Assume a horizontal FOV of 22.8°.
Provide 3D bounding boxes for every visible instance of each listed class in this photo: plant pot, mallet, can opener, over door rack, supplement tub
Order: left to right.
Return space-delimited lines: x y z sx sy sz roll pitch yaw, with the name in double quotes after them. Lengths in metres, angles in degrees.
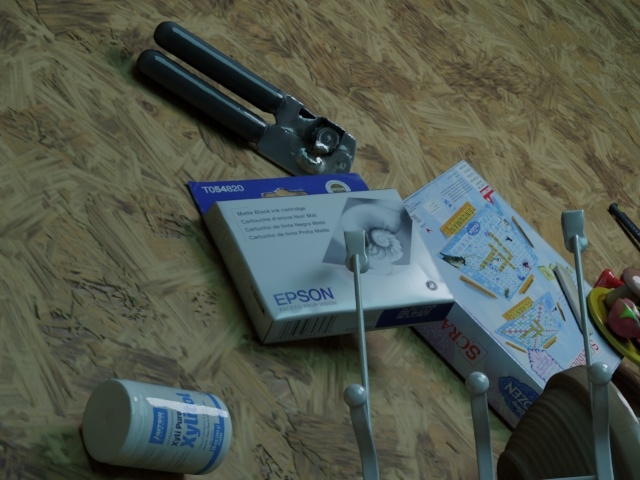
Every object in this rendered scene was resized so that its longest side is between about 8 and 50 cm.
-0.133 0.154 1.303 0.107 0.071 0.071 14 39 -43 "supplement tub"
-0.084 -0.152 1.824 0.283 0.076 0.095 32 -3 -19 "can opener"
0.142 0.110 1.469 0.108 0.239 0.324 77 9 -60 "over door rack"
0.246 0.249 1.559 0.109 0.237 0.237 -16 53 -13 "plant pot"
0.495 0.016 2.354 0.062 0.039 0.190 14 35 -45 "mallet"

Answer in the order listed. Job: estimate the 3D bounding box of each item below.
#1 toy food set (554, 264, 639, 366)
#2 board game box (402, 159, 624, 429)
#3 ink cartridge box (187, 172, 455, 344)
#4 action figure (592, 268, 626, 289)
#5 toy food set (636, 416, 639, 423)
0.398 0.092 1.935 0.218 0.071 0.128 28 31 -27 "toy food set"
0.212 0.068 1.874 0.318 0.066 0.318 46 28 7 "board game box"
0.000 0.000 1.649 0.223 0.045 0.224 -6 50 -31 "ink cartridge box"
0.466 0.162 2.067 0.091 0.139 0.280 1 26 -48 "action figure"
0.417 0.352 1.738 0.219 0.092 0.306 35 27 -38 "toy food set"
